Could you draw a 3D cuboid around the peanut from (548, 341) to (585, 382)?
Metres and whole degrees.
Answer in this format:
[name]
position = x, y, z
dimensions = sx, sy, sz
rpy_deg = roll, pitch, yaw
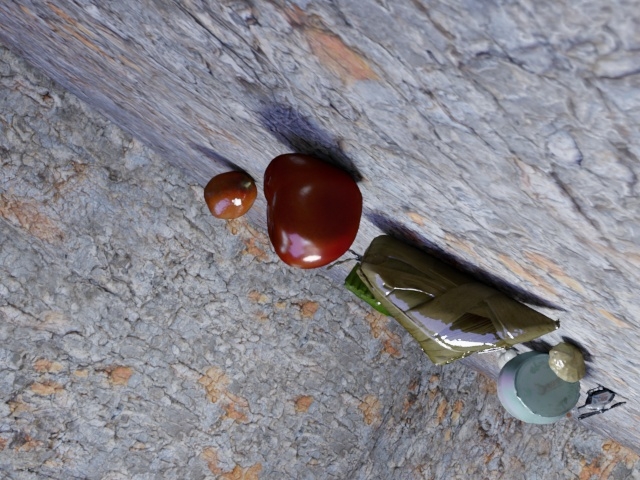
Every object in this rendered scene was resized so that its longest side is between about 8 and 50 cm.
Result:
[peanut]
position = 0.714, 0.350, 1.679
dimensions = 0.098, 0.090, 0.214
rpy_deg = 39, 175, 35

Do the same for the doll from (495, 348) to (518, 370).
[doll]
position = 0.809, 0.563, 2.393
dimensions = 0.242, 0.159, 0.311
rpy_deg = 30, 176, 7

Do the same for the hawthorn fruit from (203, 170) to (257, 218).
[hawthorn fruit]
position = -0.330, -0.185, 2.215
dimensions = 0.199, 0.199, 0.251
rpy_deg = 35, 148, -20

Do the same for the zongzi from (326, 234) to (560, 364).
[zongzi]
position = 0.324, 0.093, 1.561
dimensions = 0.500, 0.218, 0.467
rpy_deg = 45, 146, -6

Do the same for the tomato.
[tomato]
position = -0.017, -0.072, 1.400
dimensions = 0.226, 0.299, 0.298
rpy_deg = -7, -176, -16

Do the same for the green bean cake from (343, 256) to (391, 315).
[green bean cake]
position = 0.253, 0.209, 2.410
dimensions = 0.247, 0.156, 0.250
rpy_deg = 28, 172, 41

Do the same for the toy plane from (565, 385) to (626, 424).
[toy plane]
position = 0.913, 0.549, 1.949
dimensions = 0.053, 0.197, 0.078
rpy_deg = 42, -155, -50

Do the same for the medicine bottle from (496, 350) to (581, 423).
[medicine bottle]
position = 0.728, 0.486, 1.932
dimensions = 0.245, 0.245, 0.290
rpy_deg = 30, 170, 16
